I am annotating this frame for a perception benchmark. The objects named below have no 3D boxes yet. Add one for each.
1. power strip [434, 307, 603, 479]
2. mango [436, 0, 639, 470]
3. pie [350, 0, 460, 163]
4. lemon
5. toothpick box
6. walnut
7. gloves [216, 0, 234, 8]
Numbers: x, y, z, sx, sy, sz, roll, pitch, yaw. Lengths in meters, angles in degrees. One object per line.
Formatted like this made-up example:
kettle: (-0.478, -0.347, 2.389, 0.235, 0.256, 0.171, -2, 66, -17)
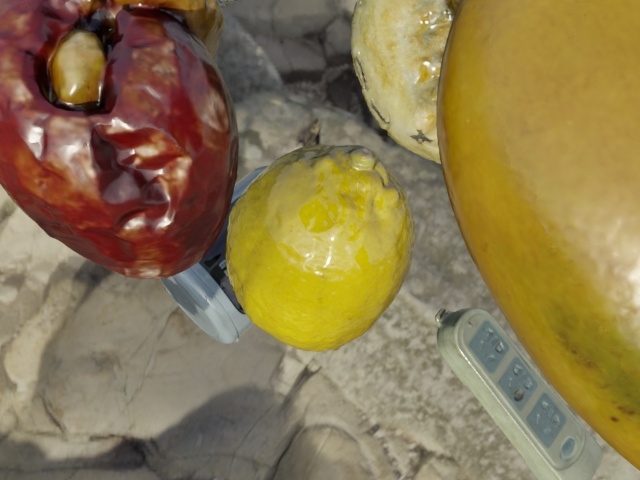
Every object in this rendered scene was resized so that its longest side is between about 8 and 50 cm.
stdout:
power strip: (0.236, 0.188, 1.109, 0.286, 0.048, 0.080, 51, 58, -10)
mango: (0.248, -0.025, 0.611, 0.300, 0.232, 0.445, -35, 97, -7)
pie: (0.150, -0.206, 0.922, 0.055, 0.274, 0.274, -1, 54, -58)
lemon: (-0.003, 0.005, 1.325, 0.285, 0.316, 0.285, -11, 35, 8)
toothpick box: (-0.132, 0.006, 1.820, 0.355, 0.263, 0.263, -41, 77, -18)
walnut: (-0.166, -0.107, 0.801, 0.222, 0.269, 0.244, 21, 66, 10)
gloves: (-0.092, -0.288, 0.971, 0.070, 0.153, 0.114, 47, 36, -20)
